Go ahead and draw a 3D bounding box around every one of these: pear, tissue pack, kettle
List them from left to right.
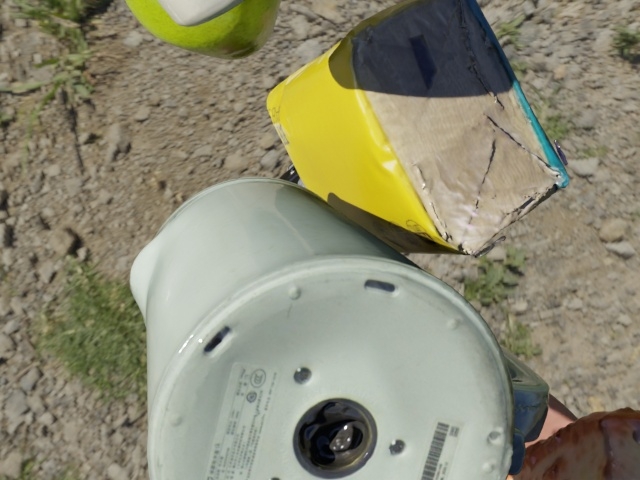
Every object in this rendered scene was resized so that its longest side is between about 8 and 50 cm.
[{"bbox_3d":[-0.119,-0.284,0.989,0.187,0.219,0.188,-6,72,17],"label":"pear"},{"bbox_3d":[0.005,0.068,0.654,0.265,0.318,0.205,-20,105,-9],"label":"kettle"},{"bbox_3d":[0.065,-0.088,0.809,0.134,0.271,0.192,-33,98,-14],"label":"tissue pack"}]

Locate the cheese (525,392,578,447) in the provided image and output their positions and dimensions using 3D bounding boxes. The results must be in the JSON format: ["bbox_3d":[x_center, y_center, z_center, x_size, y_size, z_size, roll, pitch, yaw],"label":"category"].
[{"bbox_3d":[0.251,0.276,1.187,0.202,0.177,0.128,-1,125,12],"label":"cheese"}]

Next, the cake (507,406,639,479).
[{"bbox_3d":[0.291,0.322,0.790,0.269,0.320,0.270,10,143,-14],"label":"cake"}]

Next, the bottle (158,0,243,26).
[{"bbox_3d":[-0.111,-0.252,0.524,0.120,0.120,0.253,-33,116,14],"label":"bottle"}]

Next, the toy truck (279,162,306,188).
[{"bbox_3d":[-0.006,-0.002,1.494,0.178,0.364,0.176,33,132,-27],"label":"toy truck"}]
